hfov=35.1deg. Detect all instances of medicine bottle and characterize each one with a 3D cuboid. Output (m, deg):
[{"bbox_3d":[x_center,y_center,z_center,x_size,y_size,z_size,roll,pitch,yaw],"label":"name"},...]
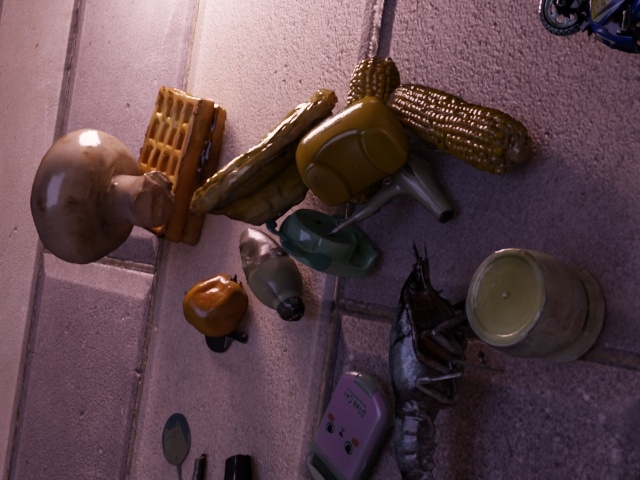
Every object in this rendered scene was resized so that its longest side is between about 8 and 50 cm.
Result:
[{"bbox_3d":[0.296,0.090,1.391,0.147,0.143,0.147,-18,65,45],"label":"medicine bottle"}]

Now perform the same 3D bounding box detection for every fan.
[{"bbox_3d":[-0.310,0.460,2.183,0.113,0.005,0.175,-33,56,42],"label":"fan"}]

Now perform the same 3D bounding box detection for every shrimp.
[{"bbox_3d":[0.175,0.212,1.517,0.221,0.165,0.411,159,121,-77],"label":"shrimp"}]

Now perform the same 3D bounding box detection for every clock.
[{"bbox_3d":[-0.001,0.001,1.745,0.148,0.188,0.060,47,120,42],"label":"clock"}]

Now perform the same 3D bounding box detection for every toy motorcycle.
[{"bbox_3d":[0.438,-0.357,1.339,0.315,0.113,0.169,-39,64,30],"label":"toy motorcycle"}]

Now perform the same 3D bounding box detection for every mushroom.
[{"bbox_3d":[-0.456,-0.082,2.153,0.289,0.297,0.298,11,92,15],"label":"mushroom"}]

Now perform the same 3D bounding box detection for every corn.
[{"bbox_3d":[0.084,-0.190,1.758,0.091,0.091,0.260,8,93,27],"label":"corn"},{"bbox_3d":[0.212,-0.183,1.598,0.320,0.097,0.097,35,110,51],"label":"corn"}]

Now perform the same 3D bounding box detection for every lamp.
[{"bbox_3d":[-0.093,0.060,1.922,0.101,0.101,0.250,-57,42,27],"label":"lamp"}]

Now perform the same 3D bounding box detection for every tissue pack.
[{"bbox_3d":[0.052,-0.151,1.653,0.178,0.123,0.127,-30,32,20],"label":"tissue pack"}]

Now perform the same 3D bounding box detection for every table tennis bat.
[{"bbox_3d":[-0.199,0.189,2.094,0.158,0.014,0.095,11,90,53],"label":"table tennis bat"}]

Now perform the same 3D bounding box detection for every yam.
[{"bbox_3d":[-0.257,0.505,2.092,0.033,0.027,0.130,-1,81,50],"label":"yam"}]

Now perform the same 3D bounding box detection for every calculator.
[{"bbox_3d":[0.049,0.342,1.730,0.141,0.045,0.246,43,117,47],"label":"calculator"}]

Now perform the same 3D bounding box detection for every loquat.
[{"bbox_3d":[-0.210,0.127,2.038,0.137,0.113,0.137,-24,35,18],"label":"loquat"}]

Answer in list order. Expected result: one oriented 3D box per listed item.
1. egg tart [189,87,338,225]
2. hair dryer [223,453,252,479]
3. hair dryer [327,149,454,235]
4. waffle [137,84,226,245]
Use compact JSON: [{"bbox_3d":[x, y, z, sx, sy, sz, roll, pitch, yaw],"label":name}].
[{"bbox_3d":[-0.083,-0.131,1.847,0.132,0.345,0.345,51,136,-10],"label":"egg tart"},{"bbox_3d":[-0.216,0.609,1.983,0.359,0.120,0.304,-47,40,47],"label":"hair dryer"},{"bbox_3d":[0.124,-0.049,1.655,0.199,0.067,0.167,-49,51,-5],"label":"hair dryer"},{"bbox_3d":[-0.322,-0.170,2.259,0.224,0.098,0.328,24,100,50],"label":"waffle"}]
